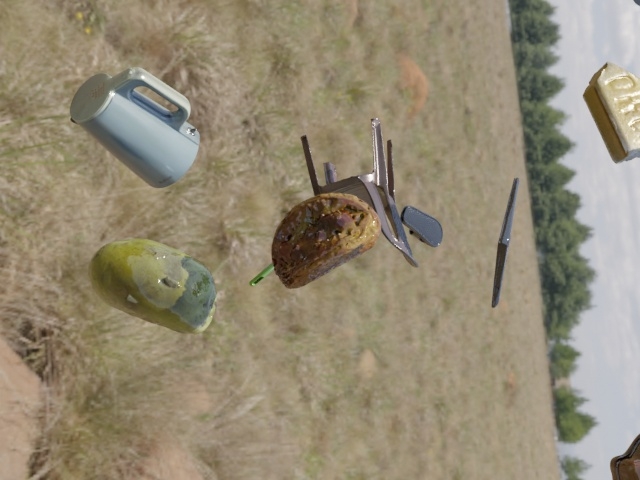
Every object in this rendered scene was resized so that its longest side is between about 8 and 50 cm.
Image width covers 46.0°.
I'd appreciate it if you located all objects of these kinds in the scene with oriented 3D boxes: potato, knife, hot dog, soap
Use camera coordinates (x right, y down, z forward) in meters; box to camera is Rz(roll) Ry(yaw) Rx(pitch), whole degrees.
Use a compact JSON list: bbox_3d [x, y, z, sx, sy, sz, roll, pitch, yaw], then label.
[{"bbox_3d":[-0.339,0.089,1.498,0.111,0.271,0.160,-36,149,-87],"label":"potato"},{"bbox_3d":[-0.131,0.064,2.121,0.054,0.212,0.015,21,36,-50],"label":"knife"},{"bbox_3d":[0.001,-0.001,1.419,0.099,0.227,0.160,40,18,-47],"label":"hot dog"},{"bbox_3d":[0.793,-0.341,1.973,0.080,0.160,0.257,130,-58,-66],"label":"soap"}]

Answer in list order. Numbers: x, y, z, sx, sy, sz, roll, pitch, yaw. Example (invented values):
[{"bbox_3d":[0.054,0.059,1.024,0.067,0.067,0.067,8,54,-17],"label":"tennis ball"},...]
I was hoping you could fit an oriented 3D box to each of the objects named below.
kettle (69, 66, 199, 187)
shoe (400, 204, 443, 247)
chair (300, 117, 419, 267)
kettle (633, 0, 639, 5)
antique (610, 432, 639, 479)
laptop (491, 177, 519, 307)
[{"bbox_3d":[-0.363,-0.241,1.544,0.243,0.210,0.160,39,38,-50],"label":"kettle"},{"bbox_3d":[0.223,-0.037,1.740,0.159,0.053,0.062,32,75,-43],"label":"shoe"},{"bbox_3d":[0.089,-0.080,1.651,0.175,0.183,0.326,42,36,-60],"label":"chair"},{"bbox_3d":[0.616,-0.512,1.399,0.127,0.098,0.148,10,57,-25],"label":"kettle"},{"bbox_3d":[0.778,0.522,1.663,0.129,0.278,0.223,178,-86,-69],"label":"antique"},{"bbox_3d":[0.303,0.002,1.228,0.197,0.016,0.135,-62,156,-48],"label":"laptop"}]
